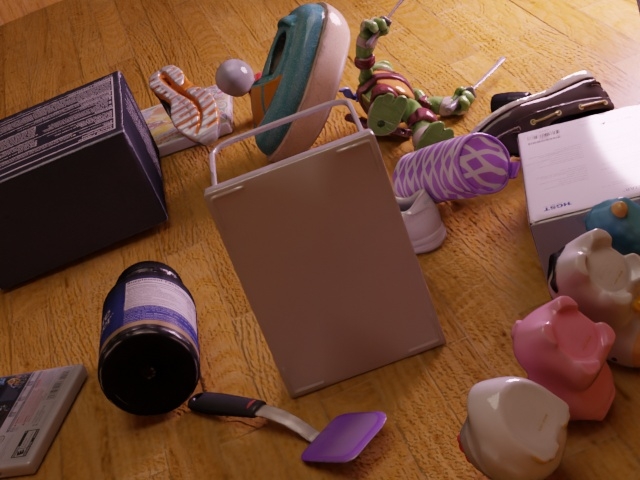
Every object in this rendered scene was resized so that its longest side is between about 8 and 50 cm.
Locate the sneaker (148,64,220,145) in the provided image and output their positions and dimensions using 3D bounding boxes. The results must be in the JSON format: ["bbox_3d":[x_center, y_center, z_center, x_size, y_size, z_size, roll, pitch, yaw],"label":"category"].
[{"bbox_3d":[-0.227,-0.226,2.087,0.084,0.083,0.215,-31,47,-6],"label":"sneaker"}]

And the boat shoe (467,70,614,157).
[{"bbox_3d":[0.303,-0.159,1.660,0.227,0.081,0.069,-29,62,-9],"label":"boat shoe"}]

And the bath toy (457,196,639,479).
[{"bbox_3d":[0.247,0.115,1.184,0.348,0.151,0.129,-47,-1,-35],"label":"bath toy"}]

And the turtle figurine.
[{"bbox_3d":[0.147,-0.255,1.812,0.274,0.198,0.266,-21,32,9],"label":"turtle figurine"}]

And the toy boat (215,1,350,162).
[{"bbox_3d":[-0.073,-0.262,1.965,0.148,0.268,0.318,17,-2,-19],"label":"toy boat"}]

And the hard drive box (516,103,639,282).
[{"bbox_3d":[0.345,-0.065,1.459,0.181,0.089,0.232,-14,29,14],"label":"hard drive box"}]

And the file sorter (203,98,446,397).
[{"bbox_3d":[0.000,0.000,1.387,0.192,0.278,0.173,-20,27,2],"label":"file sorter"}]

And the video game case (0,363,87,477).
[{"bbox_3d":[-0.406,0.236,1.522,0.173,0.022,0.190,-10,31,19],"label":"video game case"}]

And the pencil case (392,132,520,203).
[{"bbox_3d":[0.171,-0.087,1.563,0.206,0.088,0.086,-9,62,69],"label":"pencil case"}]

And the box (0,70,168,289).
[{"bbox_3d":[-0.423,-0.103,1.946,0.296,0.183,0.294,-23,27,1],"label":"box"}]

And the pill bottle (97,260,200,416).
[{"bbox_3d":[-0.215,0.114,1.493,0.122,0.123,0.219,-21,26,2],"label":"pill bottle"}]

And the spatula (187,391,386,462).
[{"bbox_3d":[-0.048,0.200,1.331,0.296,0.030,0.084,7,38,42],"label":"spatula"}]

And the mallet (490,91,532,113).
[{"bbox_3d":[0.248,-0.159,1.748,0.062,0.039,0.190,8,44,40],"label":"mallet"}]

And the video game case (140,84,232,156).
[{"bbox_3d":[-0.271,-0.215,2.200,0.226,0.026,0.206,-18,29,6],"label":"video game case"}]

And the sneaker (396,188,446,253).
[{"bbox_3d":[0.055,-0.023,1.578,0.212,0.094,0.080,-13,31,16],"label":"sneaker"}]

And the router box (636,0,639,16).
[{"bbox_3d":[0.545,-0.202,1.339,0.335,0.301,0.082,8,40,41],"label":"router box"}]
